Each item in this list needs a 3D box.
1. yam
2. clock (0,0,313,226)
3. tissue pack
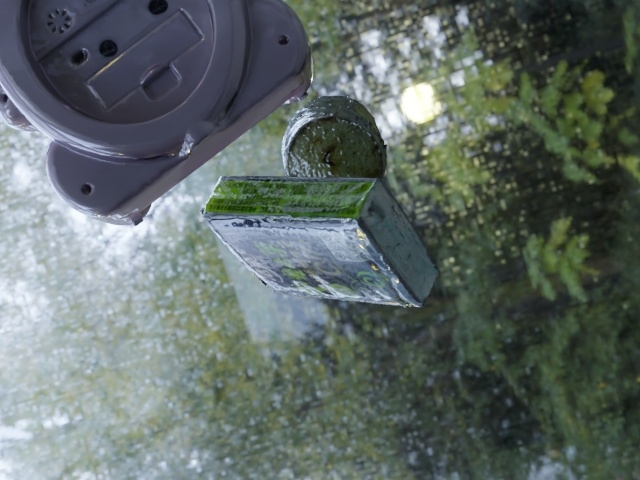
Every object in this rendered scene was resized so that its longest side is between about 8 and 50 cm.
[{"bbox_3d":[0.019,-0.127,1.464,0.254,0.154,0.154,-78,-32,-75],"label":"yam"},{"bbox_3d":[-0.197,-0.210,1.035,0.322,0.295,0.113,53,180,6],"label":"clock"},{"bbox_3d":[0.000,0.000,1.189,0.173,0.235,0.073,50,-124,-39],"label":"tissue pack"}]
